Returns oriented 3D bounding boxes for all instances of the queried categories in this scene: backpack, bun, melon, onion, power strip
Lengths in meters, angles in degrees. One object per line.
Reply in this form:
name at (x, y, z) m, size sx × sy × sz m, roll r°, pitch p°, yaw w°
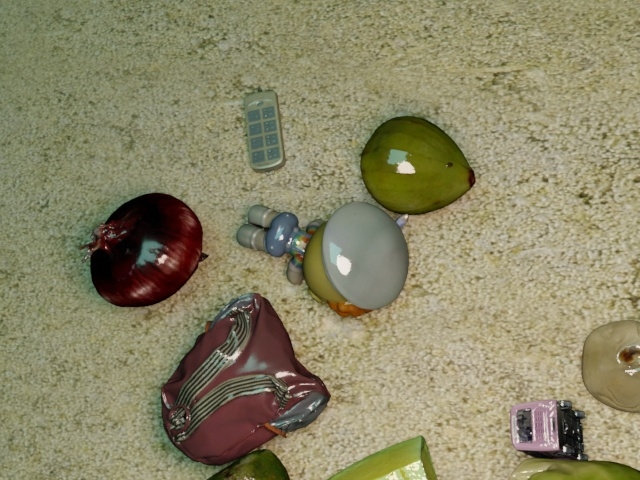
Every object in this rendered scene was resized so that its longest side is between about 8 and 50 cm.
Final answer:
backpack at (-0.176, 0.291, 1.813) m, size 0.317 × 0.197 × 0.283 m, roll -35°, pitch 67°, yaw 2°
bun at (0.563, 0.226, 1.672) m, size 0.173 × 0.113 × 0.167 m, roll -5°, pitch 70°, yaw 17°
melon at (0.072, 0.499, 1.693) m, size 0.323 × 0.124 × 0.196 m, roll -18°, pitch 67°, yaw -2°
onion at (-0.394, 0.011, 1.941) m, size 0.273 × 0.285 × 0.273 m, roll -21°, pitch 55°, yaw 34°
power strip at (-0.129, -0.255, 2.086) m, size 0.080 × 0.029 × 0.227 m, roll -13°, pitch 68°, yaw 11°

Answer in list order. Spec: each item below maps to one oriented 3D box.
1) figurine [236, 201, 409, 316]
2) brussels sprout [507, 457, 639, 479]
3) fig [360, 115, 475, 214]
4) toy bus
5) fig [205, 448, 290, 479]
figurine at (-0.015, 0.027, 1.867) m, size 0.381 × 0.205 × 0.225 m, roll 4°, pitch 66°, yaw 26°
brussels sprout at (0.462, 0.504, 1.510) m, size 0.354 × 0.289 × 0.281 m, roll 26°, pitch 86°, yaw 34°
fig at (0.202, -0.151, 1.863) m, size 0.225 × 0.203 × 0.203 m, roll 9°, pitch 73°, yaw 26°
toy bus at (0.408, 0.344, 1.632) m, size 0.108 × 0.199 × 0.096 m, roll -9°, pitch 68°, yaw 25°
fig at (-0.122, 0.529, 1.729) m, size 0.203 × 0.203 × 0.235 m, roll -31°, pitch 87°, yaw 3°
